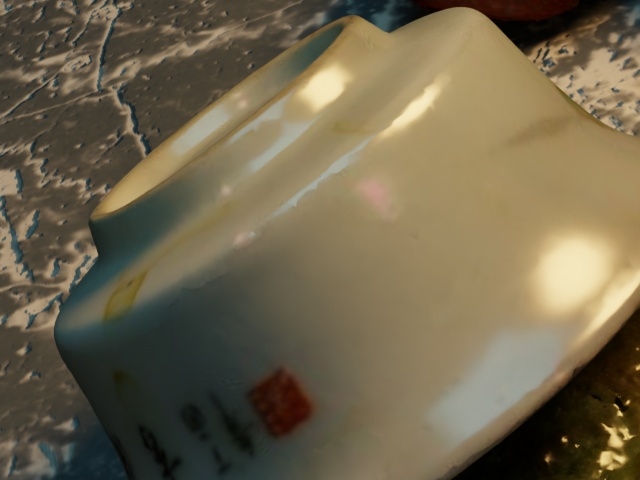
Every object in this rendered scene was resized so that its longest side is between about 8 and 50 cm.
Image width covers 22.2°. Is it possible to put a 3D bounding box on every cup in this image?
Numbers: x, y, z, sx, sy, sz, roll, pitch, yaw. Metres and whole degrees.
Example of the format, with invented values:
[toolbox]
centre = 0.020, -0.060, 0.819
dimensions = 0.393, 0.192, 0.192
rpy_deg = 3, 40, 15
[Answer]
[cup]
centre = 0.000, 0.000, 0.818
dimensions = 0.347, 0.163, 0.347
rpy_deg = -35, 11, 8

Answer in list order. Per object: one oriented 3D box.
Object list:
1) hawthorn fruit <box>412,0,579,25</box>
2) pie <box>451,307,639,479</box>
[hawthorn fruit]
centre = 0.111, -0.238, 1.204
dimensions = 0.235, 0.181, 0.181
rpy_deg = -6, 36, 43
[pie]
centre = 0.092, 0.113, 0.814
dimensions = 0.277, 0.079, 0.277
rpy_deg = -13, 36, 10
